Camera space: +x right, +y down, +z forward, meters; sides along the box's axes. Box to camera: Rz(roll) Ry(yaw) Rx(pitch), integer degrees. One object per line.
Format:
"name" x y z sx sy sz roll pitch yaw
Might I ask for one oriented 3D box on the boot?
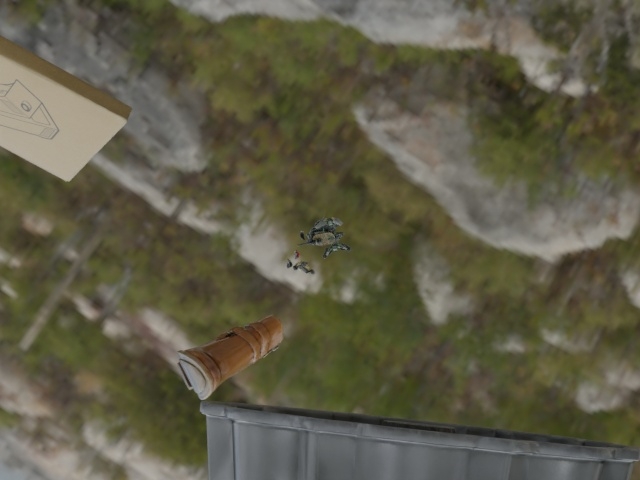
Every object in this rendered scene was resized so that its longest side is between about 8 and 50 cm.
"boot" -0.118 0.150 1.966 0.073 0.152 0.197 64 169 -3

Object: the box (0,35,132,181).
"box" -0.279 -0.128 1.234 0.201 0.021 0.164 29 154 -17

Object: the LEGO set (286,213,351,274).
"LEGO set" -0.003 0.000 1.377 0.083 0.023 0.054 -32 134 30

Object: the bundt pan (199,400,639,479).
"bundt pan" 0.068 0.194 1.049 0.331 0.124 0.331 5 174 1
